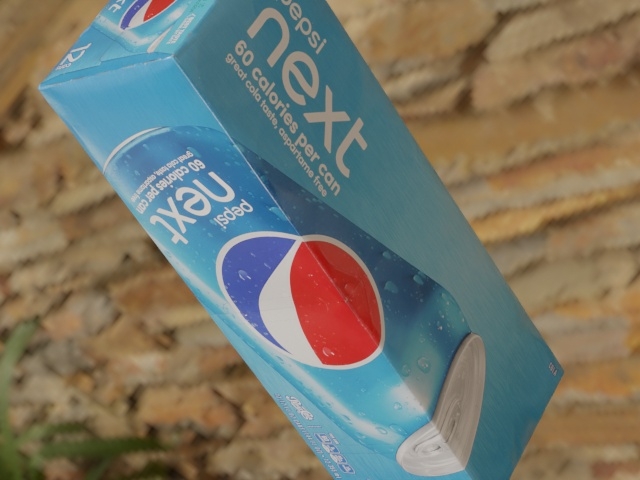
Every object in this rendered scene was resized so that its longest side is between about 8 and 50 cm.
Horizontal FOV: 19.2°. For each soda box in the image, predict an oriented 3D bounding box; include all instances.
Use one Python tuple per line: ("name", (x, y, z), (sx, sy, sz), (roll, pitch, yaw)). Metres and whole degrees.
("soda box", (0.000, 0.000, 0.655), (0.067, 0.210, 0.071), (-8, 38, 42))
